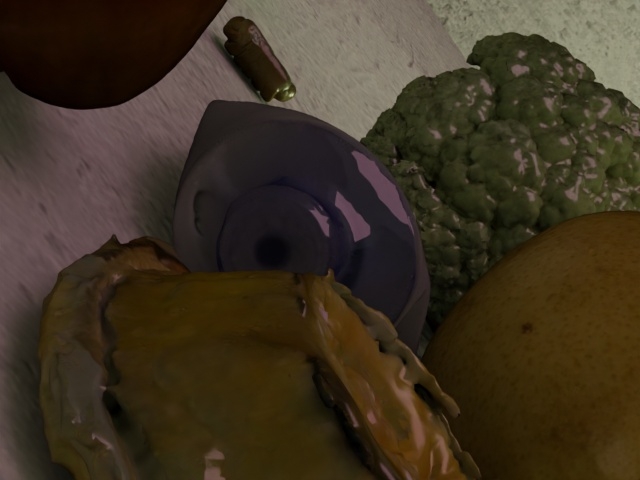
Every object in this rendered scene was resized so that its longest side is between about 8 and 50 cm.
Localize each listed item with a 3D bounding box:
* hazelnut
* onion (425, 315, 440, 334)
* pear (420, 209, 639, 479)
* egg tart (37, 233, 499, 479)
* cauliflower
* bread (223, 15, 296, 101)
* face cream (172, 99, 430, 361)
[{"bbox_3d":[-0.146,-0.188,0.839,0.251,0.217,0.217,33,6,21],"label":"hazelnut"},{"bbox_3d":[0.191,0.056,1.430,0.163,0.230,0.230,92,-20,-47],"label":"onion"},{"bbox_3d":[0.200,0.140,1.012,0.314,0.314,0.314,50,14,-17],"label":"pear"},{"bbox_3d":[-0.002,0.109,0.741,0.315,0.120,0.315,51,13,-16],"label":"egg tart"},{"bbox_3d":[0.132,-0.015,1.251,0.275,0.250,0.272,52,52,-17],"label":"cauliflower"},{"bbox_3d":[-0.056,-0.157,1.403,0.088,0.033,0.049,55,-2,-13],"label":"bread"},{"bbox_3d":[0.000,0.000,1.067,0.235,0.137,0.420,55,5,3],"label":"face cream"}]
